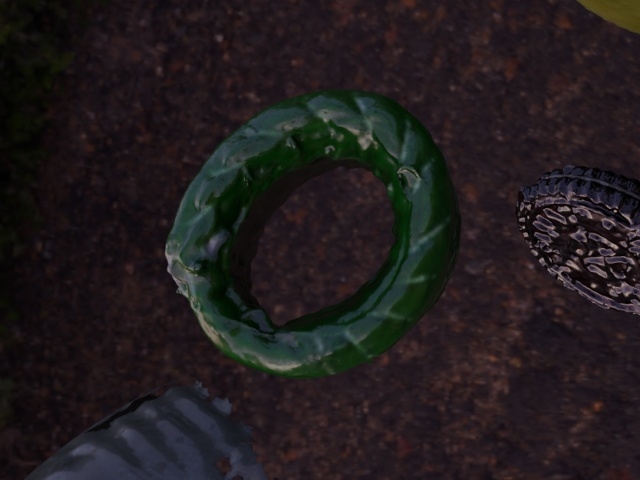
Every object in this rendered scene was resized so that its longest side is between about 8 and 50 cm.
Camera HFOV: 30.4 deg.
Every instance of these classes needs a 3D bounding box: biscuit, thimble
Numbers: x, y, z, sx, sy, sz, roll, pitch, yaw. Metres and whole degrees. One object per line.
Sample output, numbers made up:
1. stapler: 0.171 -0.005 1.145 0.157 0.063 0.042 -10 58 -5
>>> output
1. biscuit: 0.267 0.004 1.073 0.194 0.194 0.053 18 62 39
2. thimble: 0.000 0.000 0.526 0.130 0.090 0.118 -21 84 8

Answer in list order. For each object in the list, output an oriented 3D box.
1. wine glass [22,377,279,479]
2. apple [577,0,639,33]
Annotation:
1. wine glass: -0.140 0.222 0.550 0.190 0.357 0.190 44 155 27
2. apple: 0.265 -0.275 0.779 0.292 0.292 0.254 -18 110 36
